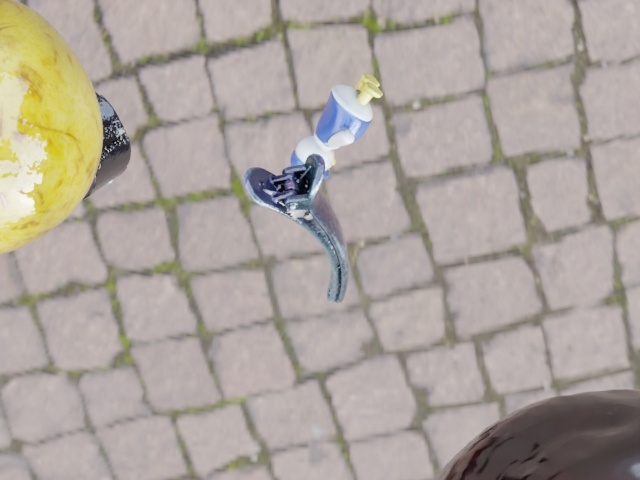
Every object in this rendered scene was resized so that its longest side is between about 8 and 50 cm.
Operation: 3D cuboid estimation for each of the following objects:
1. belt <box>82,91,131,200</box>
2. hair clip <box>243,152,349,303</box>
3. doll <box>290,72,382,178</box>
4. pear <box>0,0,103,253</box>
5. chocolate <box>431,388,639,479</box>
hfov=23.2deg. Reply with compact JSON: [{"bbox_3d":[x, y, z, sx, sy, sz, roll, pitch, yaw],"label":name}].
[{"bbox_3d":[-0.317,-0.122,1.924,0.198,0.078,0.151,-1,122,51],"label":"belt"},{"bbox_3d":[0.000,0.000,1.632,0.083,0.048,0.275,-15,147,9],"label":"hair clip"},{"bbox_3d":[0.012,-0.114,1.650,0.057,0.099,0.143,29,111,-22],"label":"doll"},{"bbox_3d":[-0.369,-0.119,1.665,0.281,0.281,0.280,0,121,0],"label":"pear"},{"bbox_3d":[0.201,0.262,0.935,0.384,0.383,0.331,17,131,-10],"label":"chocolate"}]
